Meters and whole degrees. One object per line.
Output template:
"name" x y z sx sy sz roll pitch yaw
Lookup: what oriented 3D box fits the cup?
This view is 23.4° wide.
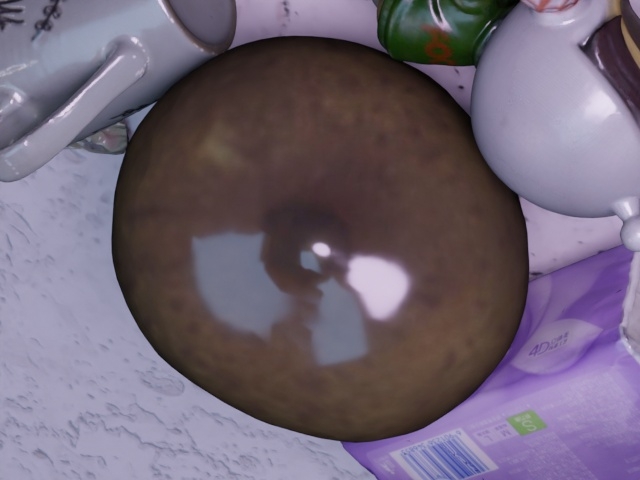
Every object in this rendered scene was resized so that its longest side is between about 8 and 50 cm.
"cup" -0.209 -0.162 1.347 0.234 0.258 0.186 -15 134 28

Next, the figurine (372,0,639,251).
"figurine" 0.149 -0.149 1.198 0.370 0.167 0.281 42 174 19

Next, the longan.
"longan" 0.000 0.000 1.304 0.361 0.361 0.361 14 130 17

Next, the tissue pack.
"tissue pack" 0.227 0.160 1.434 0.338 0.160 0.242 -26 121 37

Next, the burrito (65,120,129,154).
"burrito" -0.278 -0.115 1.559 0.185 0.041 0.045 8 119 18
